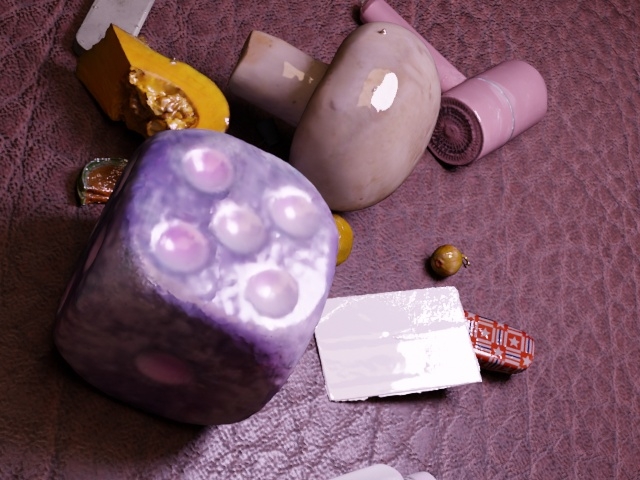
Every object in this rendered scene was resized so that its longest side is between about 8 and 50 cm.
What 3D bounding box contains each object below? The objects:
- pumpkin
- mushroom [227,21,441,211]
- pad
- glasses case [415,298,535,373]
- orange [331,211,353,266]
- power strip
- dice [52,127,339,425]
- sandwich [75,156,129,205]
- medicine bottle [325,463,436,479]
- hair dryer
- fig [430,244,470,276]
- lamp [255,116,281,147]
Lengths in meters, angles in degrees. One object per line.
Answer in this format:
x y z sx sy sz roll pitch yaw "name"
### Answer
-0.224 -0.192 1.643 0.126 0.131 0.248 -20 70 -37 "pumpkin"
0.016 -0.194 1.709 0.290 0.292 0.292 27 48 14 "mushroom"
0.107 0.144 1.667 0.232 0.004 0.156 -5 64 -15 "pad"
0.223 0.148 1.738 0.194 0.049 0.073 20 57 -12 "glasses case"
0.000 0.000 1.684 0.095 0.085 0.085 1 61 -33 "orange"
-0.302 -0.341 1.760 0.080 0.029 0.227 25 52 -10 "power strip"
-0.153 0.048 1.444 0.270 0.270 0.271 27 51 -14 "dice"
-0.290 -0.084 1.608 0.101 0.026 0.069 -6 63 -33 "sandwich"
0.070 0.352 1.513 0.183 0.069 0.119 -12 67 -33 "medicine bottle"
0.204 -0.297 1.974 0.210 0.125 0.352 -31 73 -40 "hair dryer"
0.203 0.031 1.809 0.083 0.050 0.050 -2 61 -50 "fig"
-0.104 -0.143 1.748 0.121 0.041 0.054 -24 84 -41 "lamp"
